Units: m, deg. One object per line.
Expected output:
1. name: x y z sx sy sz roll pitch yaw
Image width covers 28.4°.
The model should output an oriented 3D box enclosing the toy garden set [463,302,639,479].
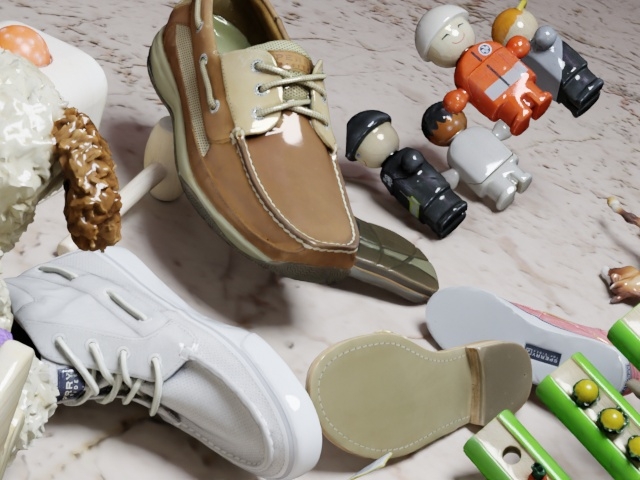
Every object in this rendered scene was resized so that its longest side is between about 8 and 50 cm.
1. toy garden set: 0.255 0.136 0.851 0.244 0.049 0.204 -37 66 -11

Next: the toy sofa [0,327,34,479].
1. toy sofa: -0.256 0.159 0.479 0.150 0.177 0.362 23 32 1

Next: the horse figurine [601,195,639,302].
1. horse figurine: 0.402 0.022 1.289 0.263 0.066 0.174 12 23 -8

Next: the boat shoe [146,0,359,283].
1. boat shoe: -0.053 -0.107 1.023 0.122 0.120 0.324 5 41 -36

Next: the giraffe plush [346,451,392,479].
1. giraffe plush: -0.001 0.222 0.594 0.170 0.210 0.181 57 34 8

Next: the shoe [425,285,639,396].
1. shoe: 0.176 0.087 1.042 0.178 0.063 0.081 20 3 27

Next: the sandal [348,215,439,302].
1. sandal: 0.000 0.000 1.094 0.219 0.060 0.090 28 31 -15

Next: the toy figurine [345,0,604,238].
1. toy figurine: 0.148 -0.128 1.243 0.148 0.213 0.209 45 36 17

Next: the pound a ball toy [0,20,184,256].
1. pound a ball toy: -0.246 -0.082 0.998 0.208 0.136 0.319 25 29 12

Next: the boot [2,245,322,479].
1. boot: -0.125 0.091 0.826 0.123 0.095 0.258 -18 36 -41

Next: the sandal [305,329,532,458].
1. sandal: 0.053 0.108 0.932 0.240 0.088 0.079 1 1 -44

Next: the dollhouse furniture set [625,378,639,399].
1. dollhouse furniture set: 0.369 0.058 1.035 0.135 0.262 0.259 37 -1 34

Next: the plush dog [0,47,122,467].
1. plush dog: -0.244 -0.024 0.738 0.262 0.210 0.225 28 68 18
